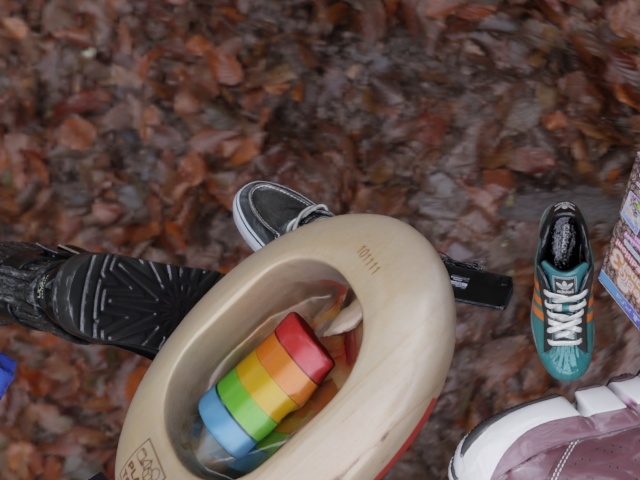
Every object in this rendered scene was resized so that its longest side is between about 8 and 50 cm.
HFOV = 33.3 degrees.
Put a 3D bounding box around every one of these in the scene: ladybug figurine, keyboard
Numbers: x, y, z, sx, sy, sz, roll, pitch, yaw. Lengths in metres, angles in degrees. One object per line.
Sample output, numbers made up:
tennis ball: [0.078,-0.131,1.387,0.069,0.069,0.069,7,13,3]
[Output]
ladybug figurine: [-0.031,0.170,1.145,0.449,0.162,0.305,-41,49,10]
keyboard: [0.246,0.076,1.871,0.192,0.100,0.038,13,144,24]

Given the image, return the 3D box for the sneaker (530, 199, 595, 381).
sneaker: [0.394,0.085,1.750,0.108,0.121,0.302,-3,90,14]

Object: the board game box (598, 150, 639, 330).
board game box: [0.568,-0.021,1.569,0.291,0.232,0.141,90,155,-50]

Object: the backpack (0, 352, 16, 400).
backpack: [-0.377,0.131,1.073,0.101,0.120,0.098,-13,49,49]

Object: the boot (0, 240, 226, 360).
boot: [-0.263,0.084,1.359,0.260,0.348,0.131,-1,71,42]

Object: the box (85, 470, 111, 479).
box: [-0.317,0.730,1.830,0.480,0.297,0.471,20,135,56]

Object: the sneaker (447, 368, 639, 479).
sneaker: [0.229,0.149,0.620,0.281,0.106,0.162,-20,60,-4]

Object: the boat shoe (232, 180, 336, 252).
boat shoe: [0.000,0.000,1.569,0.335,0.121,0.119,37,154,24]
